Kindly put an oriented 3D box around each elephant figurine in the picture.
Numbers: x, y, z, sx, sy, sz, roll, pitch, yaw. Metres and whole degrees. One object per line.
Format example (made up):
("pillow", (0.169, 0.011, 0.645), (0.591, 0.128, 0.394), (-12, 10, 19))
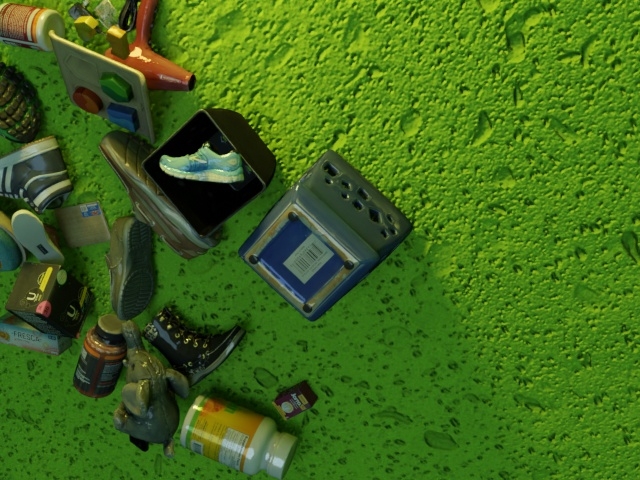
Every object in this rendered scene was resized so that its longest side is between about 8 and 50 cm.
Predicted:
("elephant figurine", (-0.383, 0.331, 1.766), (0.186, 0.169, 0.239), (15, 128, -1))

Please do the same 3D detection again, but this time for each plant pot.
("plant pot", (0.000, 0.000, 1.507), (0.236, 0.212, 0.236), (44, 119, 0))
("plant pot", (-0.193, -0.148, 1.541), (0.187, 0.167, 0.188), (-36, 95, 29))

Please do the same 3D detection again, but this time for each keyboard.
("keyboard", (-0.433, 0.437, 1.957), (0.100, 0.038, 0.192), (26, 122, 35))

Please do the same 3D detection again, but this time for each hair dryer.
("hair dryer", (-0.353, -0.402, 1.543), (0.224, 0.080, 0.293), (-34, 97, 28))

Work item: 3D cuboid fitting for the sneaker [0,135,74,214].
("sneaker", (-0.679, -0.118, 1.770), (0.282, 0.099, 0.153), (-18, 102, 23))

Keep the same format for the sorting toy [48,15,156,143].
("sorting toy", (-0.431, -0.318, 1.536), (0.229, 0.041, 0.307), (28, 154, 9))

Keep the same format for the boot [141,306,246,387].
("boot", (-0.291, 0.216, 1.770), (0.178, 0.085, 0.236), (46, 126, -3))

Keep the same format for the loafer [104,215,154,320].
("loafer", (-0.429, 0.057, 1.768), (0.087, 0.094, 0.251), (22, 110, 38))

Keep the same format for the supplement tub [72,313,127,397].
("supplement tub", (-0.513, 0.271, 1.868), (0.106, 0.106, 0.197), (29, 118, 7))

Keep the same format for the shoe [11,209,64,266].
("shoe", (-0.638, -0.016, 1.775), (0.064, 0.081, 0.178), (-28, 134, -5))

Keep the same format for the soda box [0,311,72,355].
("soda box", (-0.708, 0.229, 1.948), (0.183, 0.058, 0.062), (10, 114, 15))

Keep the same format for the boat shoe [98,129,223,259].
("boat shoe", (-0.351, -0.086, 1.654), (0.324, 0.123, 0.116), (49, 121, -2))

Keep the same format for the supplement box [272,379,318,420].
("supplement box", (-0.057, 0.359, 1.773), (0.083, 0.043, 0.055), (-33, 96, 27))

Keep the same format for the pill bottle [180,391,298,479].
("pill bottle", (-0.182, 0.451, 1.804), (0.246, 0.136, 0.136), (20, 117, 11))

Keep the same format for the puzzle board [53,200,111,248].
("puzzle board", (-0.540, -0.036, 1.804), (0.128, 0.011, 0.096), (-9, 107, 22))

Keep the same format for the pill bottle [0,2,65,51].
("pill bottle", (-0.610, -0.439, 1.618), (0.152, 0.086, 0.086), (13, 115, 14))

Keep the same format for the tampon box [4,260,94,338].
("tampon box", (-0.613, 0.137, 1.799), (0.102, 0.120, 0.161), (5, 155, 17))

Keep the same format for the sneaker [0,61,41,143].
("sneaker", (-0.749, -0.333, 1.708), (0.343, 0.134, 0.146), (42, 142, -4))

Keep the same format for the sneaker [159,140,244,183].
("sneaker", (-0.213, -0.144, 1.432), (0.162, 0.063, 0.073), (6, 96, 13))

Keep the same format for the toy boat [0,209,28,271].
("toy boat", (-0.838, 0.020, 1.834), (0.267, 0.148, 0.318), (36, 134, -29))
